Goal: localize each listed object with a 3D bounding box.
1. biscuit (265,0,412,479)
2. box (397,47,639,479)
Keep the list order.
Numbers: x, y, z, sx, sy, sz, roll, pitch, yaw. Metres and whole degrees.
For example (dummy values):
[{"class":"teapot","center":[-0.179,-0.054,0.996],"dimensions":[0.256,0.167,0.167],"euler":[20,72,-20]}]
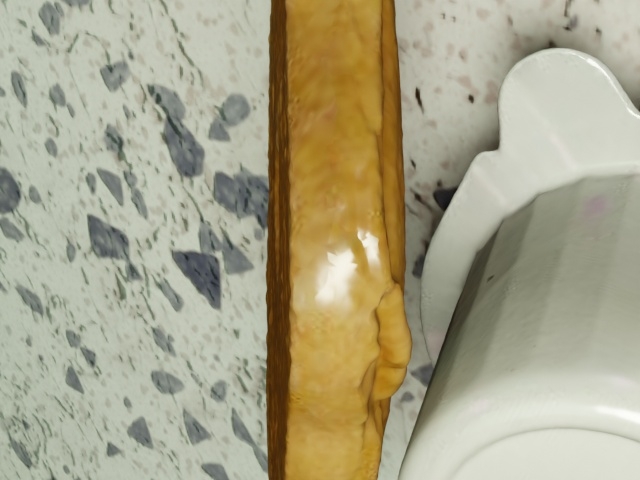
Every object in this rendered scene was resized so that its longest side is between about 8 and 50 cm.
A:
[{"class":"biscuit","center":[0.001,0.000,0.758],"dimensions":[0.350,0.078,0.455],"euler":[-100,9,-45]},{"class":"box","center":[0.144,0.072,0.633],"dimensions":[0.262,0.206,0.291],"euler":[-10,114,24]}]
